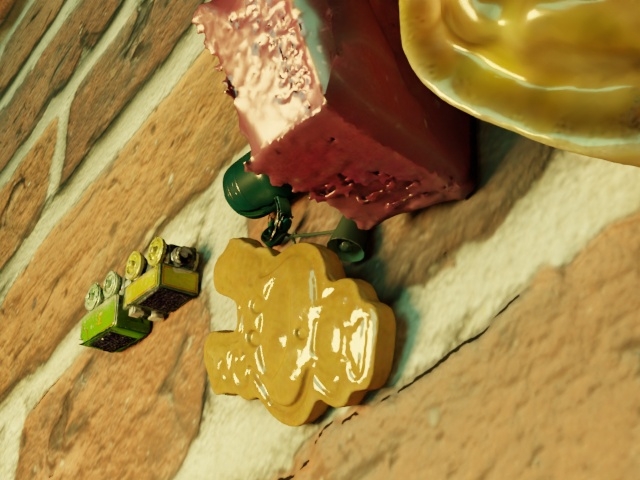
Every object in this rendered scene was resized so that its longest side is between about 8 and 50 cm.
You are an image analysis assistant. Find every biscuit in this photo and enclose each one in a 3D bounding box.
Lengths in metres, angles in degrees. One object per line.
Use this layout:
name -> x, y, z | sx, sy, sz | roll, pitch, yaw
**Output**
biscuit -> -0.026, 0.072, 0.812 | 0.236, 0.040, 0.144 | 5, 93, 55

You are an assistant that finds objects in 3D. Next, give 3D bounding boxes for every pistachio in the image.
pistachio -> 0.151, -0.161, 0.551 | 0.238, 0.229, 0.321 | -32, 40, -8

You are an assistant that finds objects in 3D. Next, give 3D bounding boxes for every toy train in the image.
toy train -> -0.200, 0.063, 1.103 | 0.202, 0.060, 0.081 | -31, 51, 44

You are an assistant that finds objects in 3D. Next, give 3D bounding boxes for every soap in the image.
soap -> 0.018, -0.186, 0.789 | 0.127, 0.220, 0.324 | -28, 45, 35

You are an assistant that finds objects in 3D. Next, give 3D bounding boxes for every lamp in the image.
lamp -> 0.001, -0.001, 0.856 | 0.121, 0.041, 0.054 | -24, 37, 48

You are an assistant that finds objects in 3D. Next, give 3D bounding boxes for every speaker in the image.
speaker -> -0.046, -0.042, 0.949 | 0.075, 0.060, 0.094 | -31, 79, 45
